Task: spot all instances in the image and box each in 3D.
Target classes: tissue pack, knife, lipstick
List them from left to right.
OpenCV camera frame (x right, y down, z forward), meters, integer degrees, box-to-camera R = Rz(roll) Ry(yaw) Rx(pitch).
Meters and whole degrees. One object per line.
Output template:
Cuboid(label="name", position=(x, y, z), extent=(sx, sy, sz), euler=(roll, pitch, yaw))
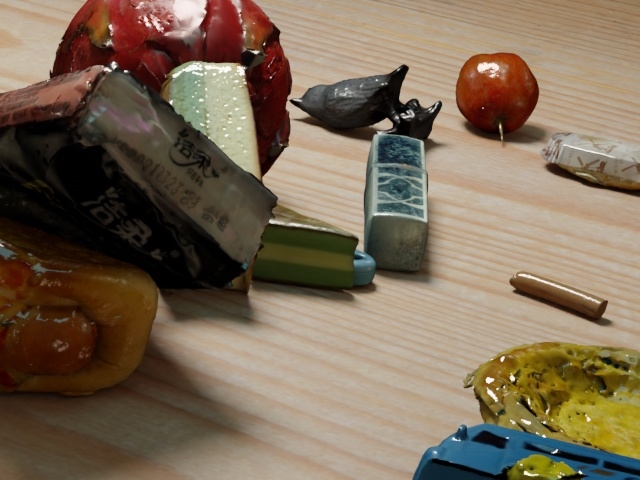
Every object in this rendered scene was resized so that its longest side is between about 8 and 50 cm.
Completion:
Cuboid(label="tissue pack", position=(-0.227, -0.053, 1.604), extent=(0.245, 0.123, 0.332), euler=(38, -26, -31))
Cuboid(label="knife", position=(0.002, 0.000, 1.942), extent=(0.058, 0.032, 0.244), euler=(-4, 20, -22))
Cuboid(label="lipstick", position=(0.091, -0.048, 2.017), extent=(0.077, 0.076, 0.290), euler=(9, 23, -1))

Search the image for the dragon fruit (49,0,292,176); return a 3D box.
Cuboid(label="dragon fruit", position=(-0.180, -0.180, 1.995), extent=(0.295, 0.296, 0.302), euler=(-4, 31, -28))

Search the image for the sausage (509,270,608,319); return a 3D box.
Cuboid(label="sausage", position=(0.265, 0.060, 1.870), extent=(0.116, 0.026, 0.026), euler=(20, 24, 31))

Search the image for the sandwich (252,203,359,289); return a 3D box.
Cuboid(label="sandwich", position=(-0.016, 0.004, 1.848), extent=(0.116, 0.074, 0.074), euler=(8, 21, -1))

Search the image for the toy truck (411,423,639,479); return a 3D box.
Cuboid(label="toy truck", position=(0.250, 0.247, 1.219), extent=(0.385, 0.161, 0.162), euler=(12, 10, 12))

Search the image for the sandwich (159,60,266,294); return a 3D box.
Cuboid(label="sandwich", position=(-0.122, -0.065, 1.790), extent=(0.108, 0.220, 0.186), euler=(2, 21, -17))

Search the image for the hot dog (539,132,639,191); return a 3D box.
Cuboid(label="hot dog", position=(0.397, -0.108, 2.310), extent=(0.192, 0.053, 0.099), euler=(12, 20, 20))

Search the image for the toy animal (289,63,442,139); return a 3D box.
Cuboid(label="toy animal", position=(0.057, -0.203, 2.352), extent=(0.210, 0.117, 0.121), euler=(18, 30, 20))

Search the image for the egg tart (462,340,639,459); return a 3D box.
Cuboid(label="egg tart", position=(0.250, 0.185, 1.441), extent=(0.290, 0.107, 0.291), euler=(11, 21, -4))

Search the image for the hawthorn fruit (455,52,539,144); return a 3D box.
Cuboid(label="hawthorn fruit", position=(0.261, -0.216, 2.445), extent=(0.125, 0.125, 0.140), euler=(7, 19, -1))

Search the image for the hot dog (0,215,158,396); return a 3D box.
Cuboid(label="hot dog", position=(-0.290, 0.055, 1.536), extent=(0.256, 0.150, 0.153), euler=(19, 15, 25))
